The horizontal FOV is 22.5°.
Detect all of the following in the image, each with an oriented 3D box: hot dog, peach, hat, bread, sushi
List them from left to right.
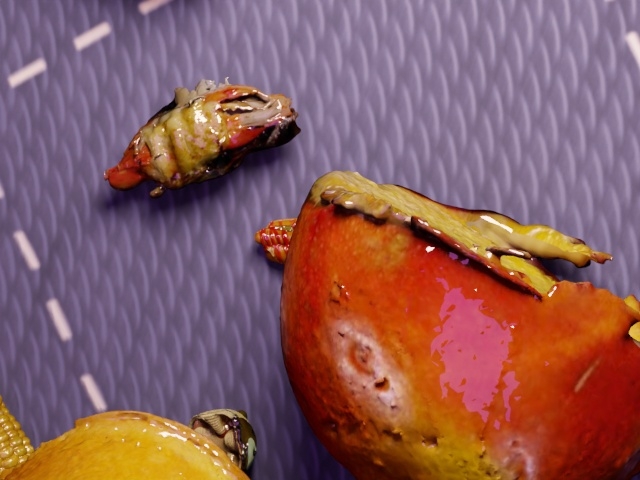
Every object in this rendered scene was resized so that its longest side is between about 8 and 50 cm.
[{"bbox_3d":[-0.206,0.377,1.724,0.337,0.204,0.358,-34,101,25],"label":"bread"},{"bbox_3d":[-0.136,-0.119,1.752,0.226,0.103,0.097,-23,117,7],"label":"sushi"},{"bbox_3d":[-0.105,0.225,1.790,0.076,0.059,0.077,-13,87,26],"label":"hat"},{"bbox_3d":[-0.001,0.000,1.765,0.144,0.038,0.062,1,95,9],"label":"hot dog"},{"bbox_3d":[0.137,0.099,1.601,0.353,0.339,0.416,-29,86,7],"label":"peach"}]

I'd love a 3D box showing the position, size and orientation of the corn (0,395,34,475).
[{"bbox_3d":[-0.432,0.162,1.815,0.102,0.102,0.313,-37,89,10],"label":"corn"}]
